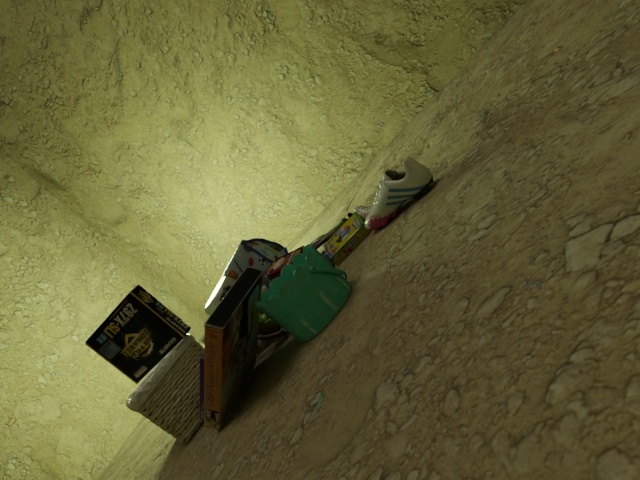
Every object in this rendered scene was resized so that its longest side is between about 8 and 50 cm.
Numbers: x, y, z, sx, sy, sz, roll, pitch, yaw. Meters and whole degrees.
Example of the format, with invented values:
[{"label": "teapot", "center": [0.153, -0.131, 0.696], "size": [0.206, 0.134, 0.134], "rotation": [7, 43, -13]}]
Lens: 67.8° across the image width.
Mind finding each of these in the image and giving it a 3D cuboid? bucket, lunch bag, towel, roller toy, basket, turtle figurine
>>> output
[{"label": "bucket", "center": [-0.049, 0.163, 1.469], "size": [0.281, 0.183, 0.281], "rotation": [-46, 8, 9]}, {"label": "lunch bag", "center": [-0.321, 0.170, 2.414], "size": [0.328, 0.238, 0.385], "rotation": [-57, -7, 9]}, {"label": "towel", "center": [0.000, 0.000, 2.203], "size": [0.324, 0.038, 0.248], "rotation": [-37, -4, 8]}, {"label": "roller toy", "center": [-0.413, 0.271, 2.136], "size": [0.191, 0.146, 0.209], "rotation": [-53, 13, 22]}, {"label": "basket", "center": [-0.550, 0.579, 1.866], "size": [0.331, 0.266, 0.328], "rotation": [-51, 8, -26]}, {"label": "turtle figurine", "center": [-0.232, 0.270, 1.742], "size": [0.266, 0.274, 0.198], "rotation": [-60, -1, 34]}]

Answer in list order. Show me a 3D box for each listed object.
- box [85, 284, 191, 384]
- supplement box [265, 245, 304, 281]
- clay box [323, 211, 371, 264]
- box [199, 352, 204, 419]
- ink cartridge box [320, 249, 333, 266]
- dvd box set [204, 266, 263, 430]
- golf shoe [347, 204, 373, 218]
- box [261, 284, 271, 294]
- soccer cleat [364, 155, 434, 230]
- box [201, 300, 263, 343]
[{"label": "box", "center": [-0.685, 0.356, 1.784], "size": [0.322, 0.257, 0.079], "rotation": [-43, 9, 21]}, {"label": "supplement box", "center": [-0.121, 0.108, 1.905], "size": [0.188, 0.081, 0.104], "rotation": [-27, 26, 41]}, {"label": "clay box", "center": [0.113, -0.020, 1.860], "size": [0.222, 0.053, 0.127], "rotation": [-48, 25, 12]}, {"label": "box", "center": [-0.342, 0.446, 1.627], "size": [0.201, 0.057, 0.293], "rotation": [-61, -17, -57]}, {"label": "ink cartridge box", "center": [-0.021, 0.140, 1.890], "size": [0.165, 0.065, 0.333], "rotation": [-47, 7, 13]}, {"label": "dvd box set", "center": [-0.272, 0.336, 1.494], "size": [0.308, 0.062, 0.421], "rotation": [-60, -18, -58]}, {"label": "golf shoe", "center": [0.177, -0.110, 1.947], "size": [0.186, 0.086, 0.067], "rotation": [-35, 14, 53]}, {"label": "box", "center": [-0.282, 0.328, 2.155], "size": [0.232, 0.127, 0.148], "rotation": [-50, 7, -9]}, {"label": "soccer cleat", "center": [0.240, -0.163, 1.640], "size": [0.331, 0.143, 0.116], "rotation": [-42, 10, 42]}, {"label": "box", "center": [-0.318, 0.339, 1.923], "size": [0.262, 0.126, 0.231], "rotation": [-55, -18, -4]}]
